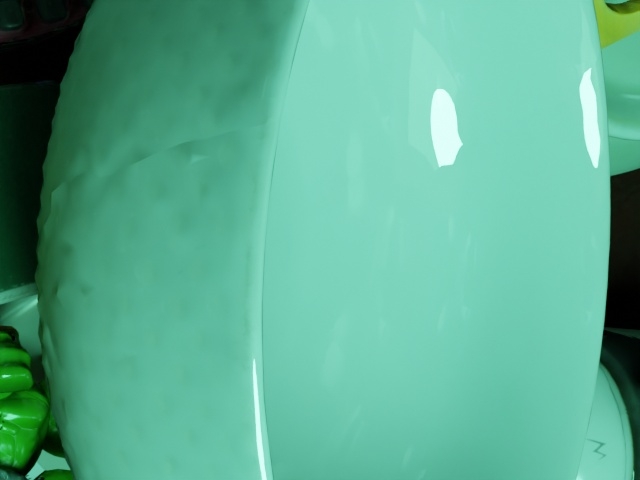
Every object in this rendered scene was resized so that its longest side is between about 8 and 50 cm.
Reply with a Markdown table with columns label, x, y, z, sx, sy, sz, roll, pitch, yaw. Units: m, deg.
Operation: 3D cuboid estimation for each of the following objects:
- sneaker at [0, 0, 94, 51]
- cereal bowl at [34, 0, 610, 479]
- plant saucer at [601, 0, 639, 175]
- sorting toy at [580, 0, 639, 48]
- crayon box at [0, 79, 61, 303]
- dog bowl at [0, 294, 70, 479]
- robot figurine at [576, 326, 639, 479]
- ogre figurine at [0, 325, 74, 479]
| label | x | y | z | sx | sy | sz | roll | pitch | yaw |
| --- | --- | --- | --- | --- | --- | --- | --- | --- | --- |
| sneaker | -0.212 | -0.097 | 0.573 | 0.299 | 0.121 | 0.112 | -6 | 178 | -12 |
| cereal bowl | 0.000 | 0.000 | 0.577 | 0.141 | 0.339 | 0.339 | 3 | 147 | 26 |
| plant saucer | 0.180 | -0.161 | 0.745 | 0.400 | 0.100 | 0.400 | -17 | 137 | -16 |
| sorting toy | 0.273 | -0.176 | 0.674 | 0.347 | 0.047 | 0.196 | -34 | 139 | 3 |
| crayon box | -0.259 | 0.017 | 0.500 | 0.203 | 0.083 | 0.323 | -10 | -174 | 36 |
| dog bowl | -0.110 | 0.074 | 0.798 | 0.349 | 0.102 | 0.349 | -16 | 135 | -16 |
| robot figurine | 0.196 | 0.140 | 0.995 | 0.278 | 0.173 | 0.209 | 5 | 109 | -34 |
| ogre figurine | -0.143 | 0.101 | 0.640 | 0.197 | 0.118 | 0.097 | -14 | 131 | -20 |
